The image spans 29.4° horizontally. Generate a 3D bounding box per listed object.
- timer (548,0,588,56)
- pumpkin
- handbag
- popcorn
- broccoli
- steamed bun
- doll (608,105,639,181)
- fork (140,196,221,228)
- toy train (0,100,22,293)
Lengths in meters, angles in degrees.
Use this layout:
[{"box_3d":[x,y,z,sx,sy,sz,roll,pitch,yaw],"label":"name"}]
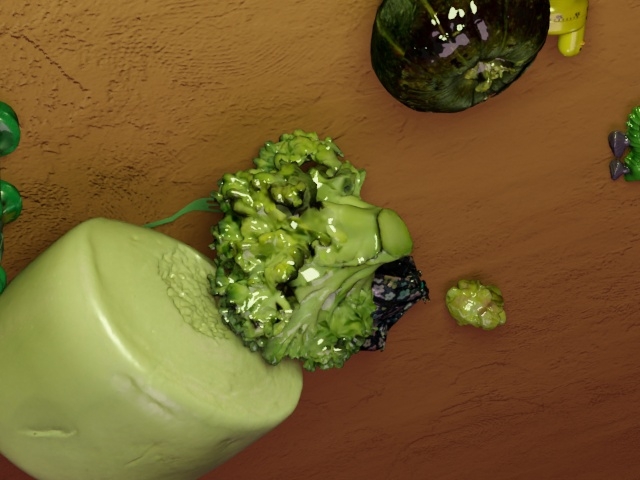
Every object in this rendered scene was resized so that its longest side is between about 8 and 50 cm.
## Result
[{"box_3d":[0.309,-0.305,1.643,0.107,0.107,0.109,-6,123,-10],"label":"timer"},{"box_3d":[0.178,-0.259,1.538,0.238,0.159,0.238,-24,151,-15],"label":"pumpkin"},{"box_3d":[0.055,0.088,2.049,0.229,0.126,0.207,12,129,-29],"label":"handbag"},{"box_3d":[0.278,0.117,2.196,0.109,0.089,0.097,4,175,-9],"label":"popcorn"},{"box_3d":[-0.020,0.008,1.758,0.272,0.324,0.334,-43,146,20],"label":"broccoli"},{"box_3d":[-0.278,0.211,1.782,0.456,0.289,0.371,30,124,-36],"label":"steamed bun"},{"box_3d":[0.520,-0.154,1.957,0.115,0.050,0.190,-14,141,6],"label":"doll"},{"box_3d":[-0.248,-0.033,1.888,0.235,0.021,0.039,-14,138,2],"label":"fork"},{"box_3d":[-0.541,-0.060,1.648,0.249,0.178,0.429,6,139,-7],"label":"toy train"}]
